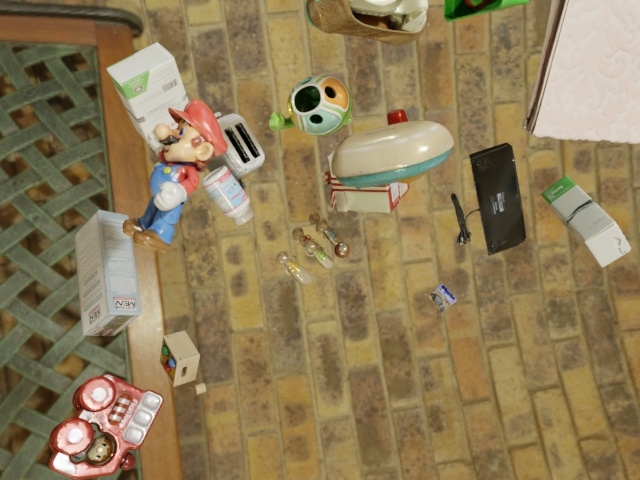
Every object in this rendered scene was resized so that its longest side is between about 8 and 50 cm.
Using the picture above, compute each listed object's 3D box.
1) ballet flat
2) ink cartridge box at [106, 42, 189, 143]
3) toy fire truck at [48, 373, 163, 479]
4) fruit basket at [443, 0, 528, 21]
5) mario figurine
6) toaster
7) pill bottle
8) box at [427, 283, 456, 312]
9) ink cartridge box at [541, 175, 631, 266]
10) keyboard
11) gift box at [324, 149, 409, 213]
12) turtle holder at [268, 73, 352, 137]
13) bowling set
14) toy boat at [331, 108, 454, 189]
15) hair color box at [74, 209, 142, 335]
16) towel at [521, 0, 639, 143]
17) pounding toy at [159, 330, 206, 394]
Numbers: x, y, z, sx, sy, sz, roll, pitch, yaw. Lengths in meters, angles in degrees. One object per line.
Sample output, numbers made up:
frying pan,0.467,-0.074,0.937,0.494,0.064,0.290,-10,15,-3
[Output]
ballet flat,0.130,-0.458,1.000,0.124,0.342,0.116,-4,-85,50
ink cartridge box,-0.461,-0.400,1.404,0.092,0.160,0.219,45,-21,25
toy fire truck,-0.639,0.559,1.519,0.169,0.254,0.302,-34,-151,51
fruit basket,0.453,-0.857,1.492,0.283,0.392,0.392,20,-60,58
mario figurine,-0.325,-0.149,1.052,0.320,0.198,0.170,-66,165,-1
toaster,-0.260,-0.258,1.485,0.146,0.129,0.227,-20,-78,53
pill bottle,-0.258,-0.124,1.445,0.160,0.087,0.087,55,7,-23
box,0.452,0.215,1.895,0.081,0.028,0.136,49,-19,15
ink cartridge box,0.698,-0.050,1.344,0.153,0.087,0.208,37,22,-37
keyboard,0.453,-0.096,1.404,0.033,0.202,0.317,-109,180,-64
gift box,0.169,-0.230,1.914,0.255,0.258,0.276,-42,132,-51
turtle holder,-0.043,-0.550,2.052,0.227,0.320,0.243,-14,112,-68
bowling set,0.000,0.000,1.739,0.154,0.200,0.287,44,51,-23
toy boat,0.175,-0.199,1.169,0.318,0.268,0.148,-59,137,-60
hair color box,-0.712,0.109,1.693,0.114,0.185,0.374,12,52,-47
towel,0.559,-0.351,0.991,0.053,0.332,0.316,-137,-129,-58
pounding toy,-0.478,0.453,1.751,0.206,0.094,0.181,44,-50,37
